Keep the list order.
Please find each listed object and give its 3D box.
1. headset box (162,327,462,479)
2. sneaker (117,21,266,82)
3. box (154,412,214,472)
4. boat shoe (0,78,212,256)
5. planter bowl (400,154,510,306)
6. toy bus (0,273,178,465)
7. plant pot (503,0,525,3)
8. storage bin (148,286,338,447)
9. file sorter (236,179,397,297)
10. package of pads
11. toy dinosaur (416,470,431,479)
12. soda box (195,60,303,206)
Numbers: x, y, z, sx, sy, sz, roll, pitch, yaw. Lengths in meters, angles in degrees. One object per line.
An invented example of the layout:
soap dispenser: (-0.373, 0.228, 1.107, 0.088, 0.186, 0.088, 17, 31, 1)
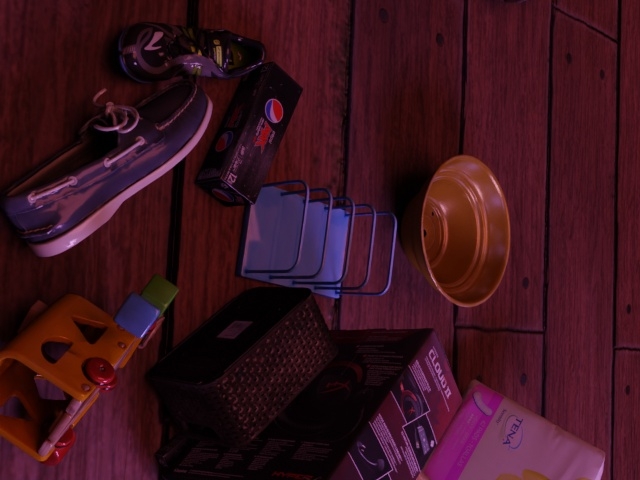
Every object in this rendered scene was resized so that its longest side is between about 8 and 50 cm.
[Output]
headset box: (0.007, 0.207, 0.919, 0.293, 0.218, 0.110, -46, 119, -45)
sneaker: (-0.138, -0.210, 0.908, 0.188, 0.078, 0.067, -10, 95, -44)
box: (-0.139, 0.241, 0.930, 0.083, 0.018, 0.067, -38, 114, -39)
boat shoe: (-0.210, -0.093, 0.827, 0.254, 0.095, 0.079, -45, 130, -26)
planter bowl: (0.181, -0.012, 1.206, 0.217, 0.090, 0.217, 3, 86, -44)
toy bus: (-0.235, 0.104, 0.777, 0.104, 0.202, 0.191, 36, 68, -4)
plant pot: (0.358, -0.474, 1.363, 0.165, 0.167, 0.167, -29, 108, -34)
storage bin: (-0.083, 0.133, 0.917, 0.180, 0.122, 0.084, -41, 116, -38)
file sorter: (0.000, 0.000, 1.018, 0.170, 0.104, 0.118, 16, 76, -43)
package of pads: (0.246, 0.368, 1.159, 0.296, 0.229, 0.101, -50, 160, -33)
toy dinosaur: (0.109, 0.296, 1.124, 0.183, 0.053, 0.093, 30, 57, 1)
soda box: (-0.083, -0.125, 0.977, 0.060, 0.053, 0.169, 38, 63, -37)
